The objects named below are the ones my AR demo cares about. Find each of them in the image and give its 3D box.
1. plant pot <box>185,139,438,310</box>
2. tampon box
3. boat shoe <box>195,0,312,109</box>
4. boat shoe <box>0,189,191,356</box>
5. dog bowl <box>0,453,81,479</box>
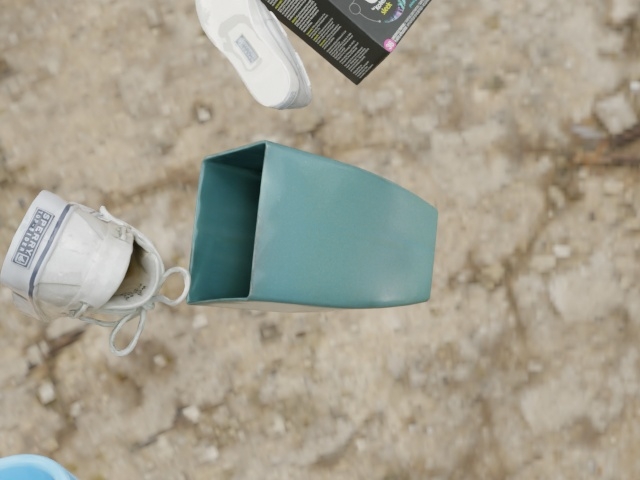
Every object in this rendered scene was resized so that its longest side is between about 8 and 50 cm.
[{"bbox_3d":[0.000,0.000,1.733,0.234,0.165,0.166,9,82,-27],"label":"plant pot"},{"bbox_3d":[0.032,-0.292,1.904,0.161,0.101,0.120,40,60,-7],"label":"tampon box"},{"bbox_3d":[-0.065,-0.209,1.640,0.066,0.063,0.184,-46,64,19],"label":"boat shoe"},{"bbox_3d":[-0.210,0.035,1.586,0.156,0.367,0.136,25,81,-1],"label":"boat shoe"},{"bbox_3d":[-0.247,0.282,1.174,0.166,0.074,0.297,-10,40,22],"label":"dog bowl"}]
